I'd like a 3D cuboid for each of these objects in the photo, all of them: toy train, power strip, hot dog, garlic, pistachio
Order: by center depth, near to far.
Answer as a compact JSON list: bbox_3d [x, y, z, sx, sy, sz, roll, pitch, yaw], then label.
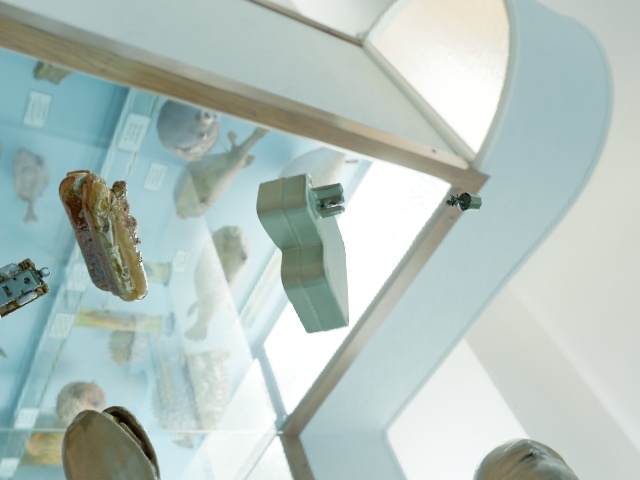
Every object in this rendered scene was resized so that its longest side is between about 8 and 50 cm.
[{"bbox_3d":[0.388,0.497,1.089,0.241,0.322,0.321,-15,-116,21],"label":"garlic"},{"bbox_3d":[0.000,0.000,1.099,0.141,0.261,0.229,-13,-138,12],"label":"power strip"},{"bbox_3d":[-0.420,0.473,1.283,0.197,0.166,0.288,-39,-110,20],"label":"pistachio"},{"bbox_3d":[-0.665,0.115,1.290,0.127,0.219,0.089,-16,-75,60],"label":"toy train"},{"bbox_3d":[-0.472,-0.010,1.406,0.158,0.117,0.348,22,-44,27],"label":"hot dog"}]

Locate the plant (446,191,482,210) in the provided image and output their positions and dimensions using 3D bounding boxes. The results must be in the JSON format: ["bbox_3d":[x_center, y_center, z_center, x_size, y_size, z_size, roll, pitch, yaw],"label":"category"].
[{"bbox_3d":[0.357,-0.099,1.583,0.051,0.102,0.051,-14,-105,62],"label":"plant"}]
